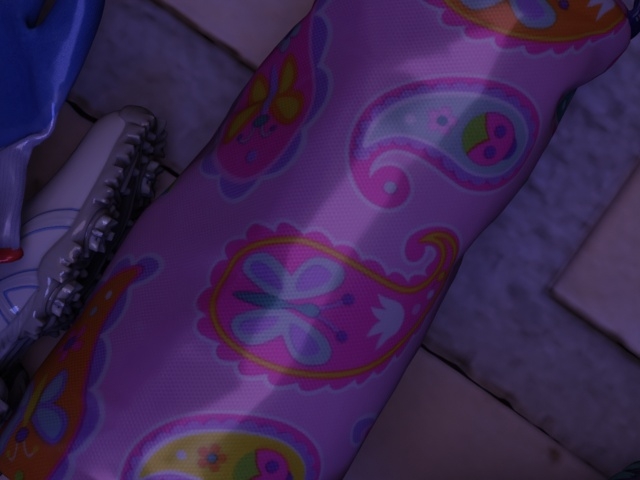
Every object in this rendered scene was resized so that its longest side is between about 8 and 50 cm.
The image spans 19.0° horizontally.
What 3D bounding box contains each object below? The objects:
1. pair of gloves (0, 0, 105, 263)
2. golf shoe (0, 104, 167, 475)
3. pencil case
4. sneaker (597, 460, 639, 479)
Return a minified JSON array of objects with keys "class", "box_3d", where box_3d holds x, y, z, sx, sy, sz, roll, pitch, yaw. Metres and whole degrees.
[{"class":"pair of gloves","box_3d":[-0.175,-0.070,0.729,0.198,0.023,0.159,3,79,22]},{"class":"golf shoe","box_3d":[-0.129,0.013,0.729,0.086,0.069,0.176,32,86,11]},{"class":"pencil case","box_3d":[0.000,0.000,0.699,0.124,0.124,0.284,34,87,5]},{"class":"sneaker","box_3d":[0.094,0.117,0.692,0.223,0.098,0.083,12,124,-8]}]
